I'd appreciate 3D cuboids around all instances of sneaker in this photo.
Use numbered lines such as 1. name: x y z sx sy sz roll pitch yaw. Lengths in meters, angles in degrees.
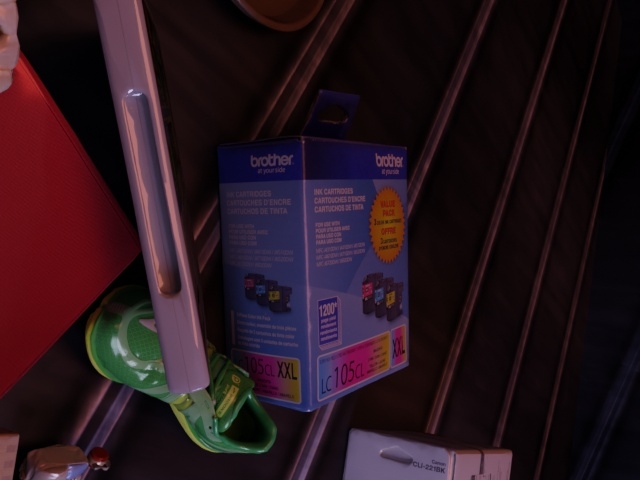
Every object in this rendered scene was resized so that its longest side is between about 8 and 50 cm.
1. sneaker: -0.139 0.148 0.757 0.295 0.123 0.109 54 50 -40

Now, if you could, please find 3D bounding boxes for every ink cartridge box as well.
1. ink cartridge box: 0.000 0.000 0.935 0.270 0.151 0.396 -8 96 -55
2. ink cartridge box: 0.190 0.401 1.175 0.273 0.197 0.114 25 71 -52

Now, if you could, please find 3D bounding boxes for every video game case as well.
1. video game case: -0.148 -0.061 0.625 0.036 0.329 0.300 -10 103 -9

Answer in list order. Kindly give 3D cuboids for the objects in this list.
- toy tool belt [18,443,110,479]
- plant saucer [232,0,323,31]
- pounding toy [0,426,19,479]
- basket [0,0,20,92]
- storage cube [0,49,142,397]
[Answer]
1. toy tool belt: -0.256 0.231 0.667 0.083 0.052 0.051 15 110 -51
2. plant saucer: -0.076 -0.419 0.901 0.278 0.041 0.278 -1 92 -55
3. pounding toy: -0.310 0.189 0.498 0.130 0.141 0.100 16 78 -54
4. basket: -0.316 -0.202 0.247 0.328 0.331 0.267 -14 116 -44
5. storage cube: -0.288 -0.009 0.487 0.193 0.183 0.215 -55 134 -37
